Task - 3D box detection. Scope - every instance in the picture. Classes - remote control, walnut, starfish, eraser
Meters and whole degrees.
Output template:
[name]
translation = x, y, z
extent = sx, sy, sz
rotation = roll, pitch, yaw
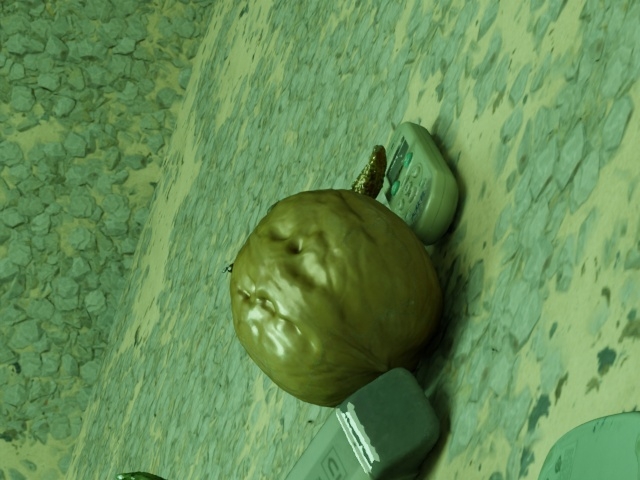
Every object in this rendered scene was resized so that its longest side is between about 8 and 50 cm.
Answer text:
[remote control]
translation = 0.100, -0.059, 1.694
extent = 0.221, 0.042, 0.078
rotation = -105, 36, -68
[walnut]
translation = 0.015, 0.056, 1.570
extent = 0.222, 0.195, 0.195
rotation = 51, 123, 49
[starfish]
translation = 0.001, 0.001, 1.721
extent = 0.043, 0.227, 0.240
rotation = 41, 110, 28
[eraser]
translation = 0.006, 0.252, 1.554
extent = 0.089, 0.061, 0.352
rotation = 62, 139, 32

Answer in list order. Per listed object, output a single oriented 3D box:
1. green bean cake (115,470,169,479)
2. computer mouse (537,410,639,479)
[green bean cake]
translation = -0.066, 0.283, 1.390
extent = 0.222, 0.248, 0.125
rotation = 8, 80, 55
[computer mouse]
translation = 0.187, 0.179, 0.947
extent = 0.288, 0.097, 0.160
rotation = 118, 166, -76
